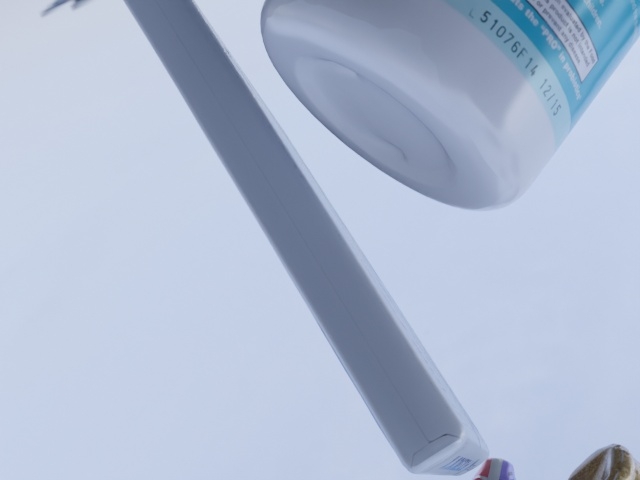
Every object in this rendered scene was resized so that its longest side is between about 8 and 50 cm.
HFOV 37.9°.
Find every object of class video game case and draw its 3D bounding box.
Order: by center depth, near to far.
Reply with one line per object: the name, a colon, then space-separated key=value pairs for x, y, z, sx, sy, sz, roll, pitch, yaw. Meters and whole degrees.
video game case: x=0.000 y=0.000 z=0.597 sx=0.036 sy=0.300 sz=0.329 roll=-33 pitch=-109 yaw=2

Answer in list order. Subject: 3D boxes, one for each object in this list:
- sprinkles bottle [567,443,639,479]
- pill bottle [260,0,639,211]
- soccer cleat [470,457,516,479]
sprinkles bottle: x=0.435 y=0.387 z=1.055 sx=0.121 sy=0.355 sz=0.121 roll=-50 pitch=179 yaw=-1
pill bottle: x=0.103 y=-0.154 z=0.437 sx=0.264 sy=0.146 sz=0.146 roll=-52 pitch=-147 yaw=-9
soccer cleat: x=0.215 y=0.413 z=1.148 sx=0.108 sy=0.318 sz=0.116 roll=4 pitch=-147 yaw=19
